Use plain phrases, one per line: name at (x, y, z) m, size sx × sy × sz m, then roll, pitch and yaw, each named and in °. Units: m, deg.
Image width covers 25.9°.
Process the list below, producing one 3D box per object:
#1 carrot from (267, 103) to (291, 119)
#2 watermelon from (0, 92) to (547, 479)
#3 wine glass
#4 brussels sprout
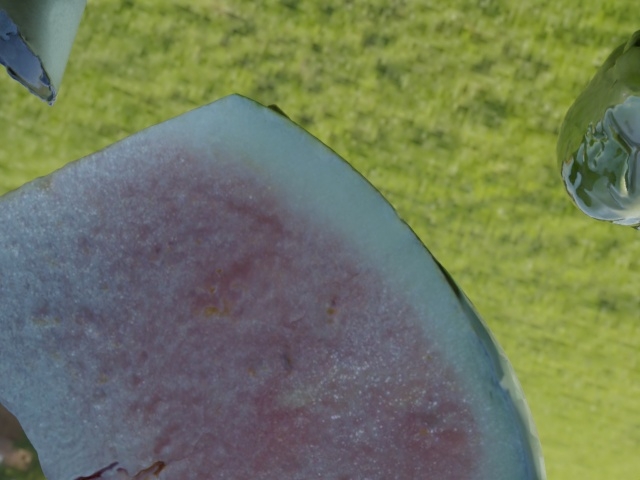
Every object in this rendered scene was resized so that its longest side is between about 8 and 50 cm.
carrot at (0.000, 0.000, 1.132) m, size 0.302 × 0.114 × 0.114 m, roll 50°, pitch 178°, yaw 28°
watermelon at (-0.021, 0.114, 0.510) m, size 0.180 × 0.305 × 0.224 m, roll -17°, pitch 172°, yaw -27°
wine glass at (-0.191, -0.243, 1.190) m, size 0.156 × 0.232 × 0.156 m, roll 44°, pitch 165°, yaw 16°
brussels sprout at (0.252, -0.075, 1.063) m, size 0.131 × 0.183 × 0.145 m, roll 31°, pitch 118°, yaw -1°
